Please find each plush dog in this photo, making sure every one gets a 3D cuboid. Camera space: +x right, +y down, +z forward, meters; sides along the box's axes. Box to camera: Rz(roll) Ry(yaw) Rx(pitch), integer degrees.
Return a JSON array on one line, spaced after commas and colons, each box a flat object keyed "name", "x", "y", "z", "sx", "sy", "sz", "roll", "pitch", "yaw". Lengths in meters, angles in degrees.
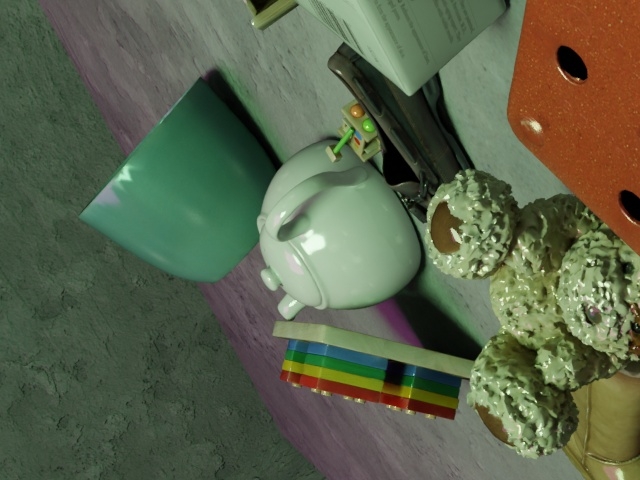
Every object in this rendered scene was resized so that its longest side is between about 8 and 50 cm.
[{"name": "plush dog", "x": 0.245, "y": 0.043, "z": 1.007, "sx": 0.225, "sy": 0.211, "sz": 0.262, "roll": -1, "pitch": 107, "yaw": 51}]

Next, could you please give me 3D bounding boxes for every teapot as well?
[{"name": "teapot", "x": 0.000, "y": 0.000, "z": 1.577, "sx": 0.252, "sy": 0.187, "sz": 0.256, "roll": 24, "pitch": 145, "yaw": 61}]

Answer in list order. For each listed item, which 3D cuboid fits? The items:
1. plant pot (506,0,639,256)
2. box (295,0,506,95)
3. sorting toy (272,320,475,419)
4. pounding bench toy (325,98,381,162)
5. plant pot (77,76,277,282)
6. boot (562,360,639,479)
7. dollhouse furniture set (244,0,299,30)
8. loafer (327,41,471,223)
[{"name": "plant pot", "x": 0.238, "y": -0.105, "z": 0.546, "sx": 0.267, "sy": 0.236, "sz": 0.267, "roll": 49, "pitch": 164, "yaw": 23}, {"name": "box", "x": 0.038, "y": -0.250, "z": 0.989, "sx": 0.181, "sy": 0.119, "sz": 0.182, "roll": 45, "pitch": 176, "yaw": 34}, {"name": "sorting toy", "x": 0.077, "y": 0.186, "z": 1.646, "sx": 0.256, "sy": 0.089, "sz": 0.257, "roll": 15, "pitch": 173, "yaw": -15}, {"name": "pounding bench toy", "x": 0.045, "y": -0.128, "z": 1.362, "sx": 0.052, "sy": 0.083, "sz": 0.065, "roll": 51, "pitch": 165, "yaw": 15}, {"name": "plant pot", "x": -0.198, "y": -0.074, "z": 1.867, "sx": 0.235, "sy": 0.293, "sz": 0.293, "roll": 41, "pitch": 167, "yaw": -10}, {"name": "boot", "x": 0.325, "y": 0.201, "z": 1.219, "sx": 0.236, "sy": 0.089, "sz": 0.269, "roll": 44, "pitch": 160, "yaw": 34}, {"name": "dollhouse furniture set", "x": -0.080, "y": -0.308, "z": 1.140, "sx": 0.161, "sy": 0.212, "sz": 0.242, "roll": 57, "pitch": -169, "yaw": -1}, {"name": "loafer", "x": 0.088, "y": -0.102, "z": 1.265, "sx": 0.109, "sy": 0.095, "sz": 0.302, "roll": 35, "pitch": 155, "yaw": 51}]
